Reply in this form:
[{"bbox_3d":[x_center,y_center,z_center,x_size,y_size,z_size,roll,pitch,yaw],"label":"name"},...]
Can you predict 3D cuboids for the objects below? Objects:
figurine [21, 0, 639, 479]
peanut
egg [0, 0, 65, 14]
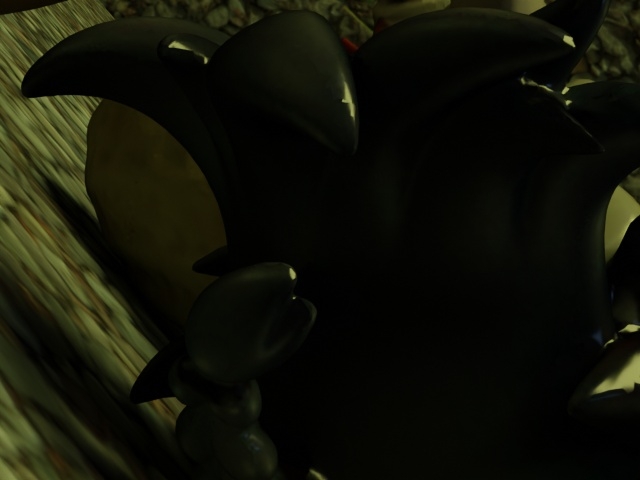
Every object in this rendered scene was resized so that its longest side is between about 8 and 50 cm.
[{"bbox_3d":[0.032,0.012,0.571,0.265,0.197,0.175,52,-2,-28],"label":"figurine"},{"bbox_3d":[0.000,0.000,0.778,0.257,0.123,0.123,27,-14,40],"label":"peanut"},{"bbox_3d":[-0.105,-0.153,0.473,0.245,0.203,0.203,30,-9,30],"label":"egg"}]
